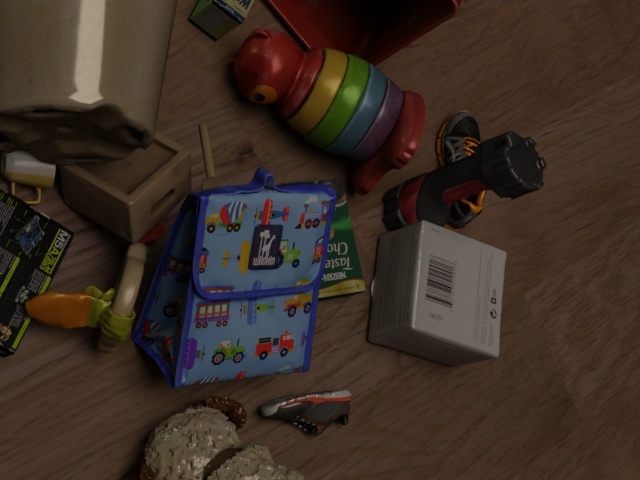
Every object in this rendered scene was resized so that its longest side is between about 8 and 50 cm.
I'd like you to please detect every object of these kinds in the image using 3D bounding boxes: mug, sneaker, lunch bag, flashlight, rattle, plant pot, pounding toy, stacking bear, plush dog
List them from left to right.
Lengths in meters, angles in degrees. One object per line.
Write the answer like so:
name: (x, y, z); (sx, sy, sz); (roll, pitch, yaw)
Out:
mug: (-0.391, -0.094, 1.715); (0.064, 0.062, 0.078); (3, 69, -26)
plant pot: (-0.319, -0.272, 1.640); (0.333, 0.334, 0.306); (10, 72, -33)
rattle: (-0.299, 0.043, 1.732); (0.142, 0.130, 0.200); (8, 58, 1)
pounding toy: (-0.216, -0.081, 1.755); (0.206, 0.094, 0.181); (30, 54, 20)
plush dog: (-0.140, 0.324, 1.719); (0.225, 0.211, 0.262); (40, 52, 12)
lunch bag: (-0.105, 0.034, 1.741); (0.221, 0.138, 0.293); (-3, 120, -36)
sneaker: (-0.015, 0.257, 1.885); (0.158, 0.061, 0.065); (-2, 86, -35)
stacking bear: (0.000, -0.221, 1.966); (0.289, 0.175, 0.164); (28, 58, -18)
plant pot: (0.080, -0.455, 2.031); (0.267, 0.267, 0.236); (49, 42, -14)
flashlight: (0.221, -0.075, 1.982); (0.103, 0.304, 0.103); (13, 72, -33)
sneaker: (0.246, -0.120, 2.149); (0.084, 0.083, 0.215); (16, 68, -29)

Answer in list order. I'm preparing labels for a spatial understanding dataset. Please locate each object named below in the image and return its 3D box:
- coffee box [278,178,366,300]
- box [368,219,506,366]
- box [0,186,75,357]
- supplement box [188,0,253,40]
coffee box: (0.000, 0.000, 1.972); (0.113, 0.040, 0.184); (-6, 81, -36)
box: (0.186, 0.087, 2.029); (0.182, 0.119, 0.181); (19, 67, -30)
box: (-0.437, 0.024, 1.662); (0.184, 0.045, 0.191); (35, 60, -26)
supplement box: (-0.144, -0.361, 1.940); (0.056, 0.083, 0.083); (35, 61, -23)
